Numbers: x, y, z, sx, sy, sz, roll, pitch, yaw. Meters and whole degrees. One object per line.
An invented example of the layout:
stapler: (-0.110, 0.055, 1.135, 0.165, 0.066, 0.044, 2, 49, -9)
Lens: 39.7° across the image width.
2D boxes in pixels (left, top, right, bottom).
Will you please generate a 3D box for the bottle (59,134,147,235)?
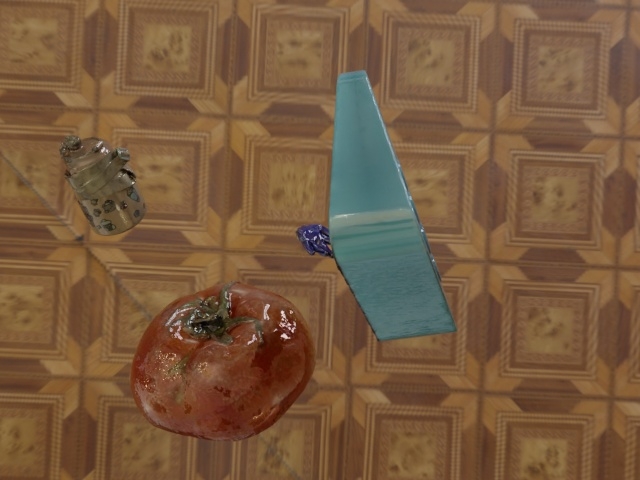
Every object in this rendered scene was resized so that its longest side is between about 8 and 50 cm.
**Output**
bottle: (-0.320, -0.089, 1.295, 0.099, 0.099, 0.152, -18, 127, -1)

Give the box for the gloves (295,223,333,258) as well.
gloves: (0.000, 0.000, 1.378, 0.064, 0.086, 0.026, -14, 125, -23)

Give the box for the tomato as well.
tomato: (-0.126, 0.135, 1.106, 0.237, 0.236, 0.095, -8, 130, -1)

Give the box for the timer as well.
timer: (0.081, -0.040, 0.977, 0.092, 0.232, 0.249, -11, 55, 15)
